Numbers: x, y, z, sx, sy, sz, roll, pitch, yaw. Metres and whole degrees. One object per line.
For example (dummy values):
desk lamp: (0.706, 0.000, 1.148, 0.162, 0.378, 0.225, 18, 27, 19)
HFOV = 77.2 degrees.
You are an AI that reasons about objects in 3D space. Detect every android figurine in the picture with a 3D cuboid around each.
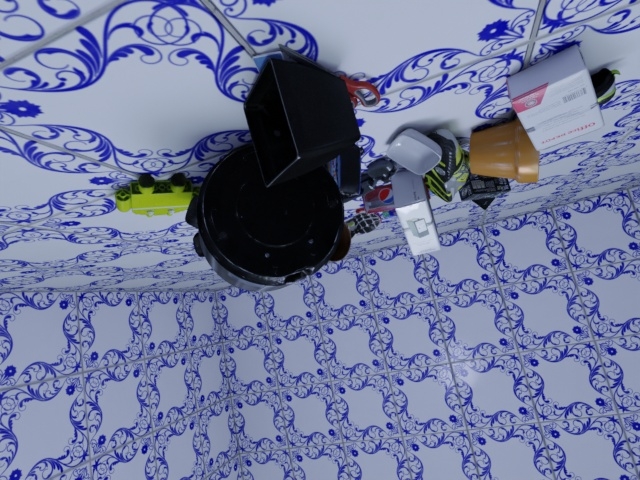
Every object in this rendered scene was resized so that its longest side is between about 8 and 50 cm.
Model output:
android figurine: (-0.484, -0.127, 1.215, 0.249, 0.056, 0.273, -6, 166, -27)

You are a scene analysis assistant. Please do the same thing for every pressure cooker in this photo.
pressure cooker: (-0.162, -0.039, 1.122, 0.376, 0.369, 0.420, -30, 177, -18)

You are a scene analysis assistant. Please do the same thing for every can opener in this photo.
can opener: (0.162, -0.217, 1.429, 0.093, 0.074, 0.280, 35, 143, -25)

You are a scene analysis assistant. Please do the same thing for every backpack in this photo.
backpack: (0.044, -0.195, 1.182, 0.117, 0.158, 0.173, 2, 176, -23)

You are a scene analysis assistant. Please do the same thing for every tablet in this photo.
tablet: (-0.090, -0.322, 0.745, 0.054, 0.006, 0.083, -9, 170, 6)

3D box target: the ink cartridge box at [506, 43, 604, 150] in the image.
ink cartridge box: (0.572, -0.334, 0.975, 0.159, 0.092, 0.218, -19, 143, 36)

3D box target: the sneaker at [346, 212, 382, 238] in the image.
sneaker: (0.226, -0.092, 2.085, 0.118, 0.107, 0.279, -27, -177, -36)

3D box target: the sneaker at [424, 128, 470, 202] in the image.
sneaker: (0.413, -0.267, 1.315, 0.147, 0.145, 0.385, -49, 157, -1)

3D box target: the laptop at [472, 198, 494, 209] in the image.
laptop: (0.599, -0.194, 1.768, 0.136, 0.264, 0.234, -50, 165, 2)

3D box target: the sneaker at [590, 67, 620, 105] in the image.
sneaker: (0.649, -0.389, 1.062, 0.235, 0.084, 0.097, -17, 144, 23)

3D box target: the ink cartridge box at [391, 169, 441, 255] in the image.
ink cartridge box: (0.358, -0.109, 1.506, 0.115, 0.198, 0.272, -15, 134, 18)

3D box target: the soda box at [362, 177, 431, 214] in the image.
soda box: (0.310, -0.181, 1.656, 0.264, 0.092, 0.083, -10, 168, -4)

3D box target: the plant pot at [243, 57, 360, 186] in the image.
plant pot: (-0.031, -0.232, 0.806, 0.167, 0.187, 0.187, -13, 176, -26)

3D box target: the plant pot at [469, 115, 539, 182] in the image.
plant pot: (0.563, -0.274, 1.232, 0.188, 0.204, 0.205, 0, 175, 26)

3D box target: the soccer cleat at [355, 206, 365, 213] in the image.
soccer cleat: (0.207, -0.145, 1.906, 0.083, 0.029, 0.036, -14, 178, 29)

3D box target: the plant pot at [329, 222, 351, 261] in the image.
plant pot: (0.000, 0.000, 2.034, 0.216, 0.215, 0.231, -3, 180, -37)

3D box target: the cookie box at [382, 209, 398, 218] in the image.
cookie box: (0.309, -0.152, 1.760, 0.092, 0.107, 0.040, -3, 166, -38)

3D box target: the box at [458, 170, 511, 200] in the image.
box: (0.618, -0.238, 1.542, 0.180, 0.147, 0.077, -9, 168, -18)

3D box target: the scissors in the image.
scissors: (0.034, -0.331, 0.808, 0.109, 0.021, 0.297, -7, 169, 25)

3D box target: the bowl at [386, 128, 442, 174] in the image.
bowl: (0.277, -0.266, 1.174, 0.142, 0.053, 0.142, 30, 163, -6)
